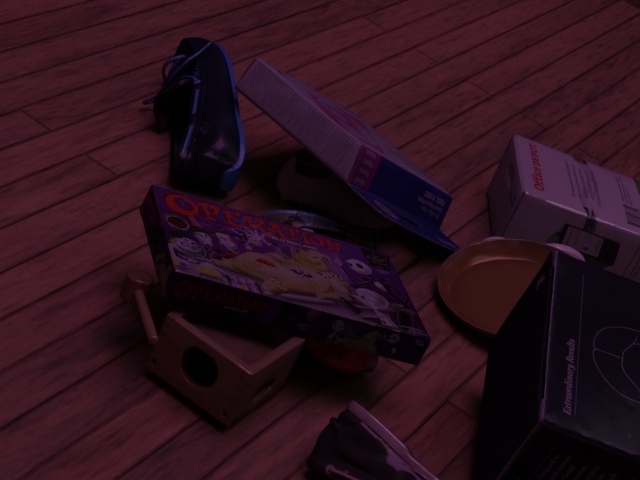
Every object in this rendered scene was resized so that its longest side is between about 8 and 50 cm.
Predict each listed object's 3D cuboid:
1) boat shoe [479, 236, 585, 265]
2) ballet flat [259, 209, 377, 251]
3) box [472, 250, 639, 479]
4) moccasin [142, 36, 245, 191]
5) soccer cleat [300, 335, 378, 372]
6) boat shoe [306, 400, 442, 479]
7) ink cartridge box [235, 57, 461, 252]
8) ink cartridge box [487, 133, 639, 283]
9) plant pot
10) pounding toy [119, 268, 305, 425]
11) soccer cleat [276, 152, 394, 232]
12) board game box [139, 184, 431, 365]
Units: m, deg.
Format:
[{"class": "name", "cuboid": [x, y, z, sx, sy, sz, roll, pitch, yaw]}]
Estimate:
[{"class": "boat shoe", "cuboid": [0.329, 0.039, 2.320, 0.184, 0.066, 0.063, 14, 44, -23]}, {"class": "ballet flat", "cuboid": [0.000, 0.000, 2.134, 0.188, 0.070, 0.070, 7, 33, -23]}, {"class": "box", "cuboid": [0.410, 0.240, 1.837, 0.395, 0.212, 0.293, 22, 43, -6]}, {"class": "moccasin", "cuboid": [-0.193, -0.210, 2.254, 0.117, 0.137, 0.342, 8, 32, -20]}, {"class": "soccer cleat", "cuboid": [-0.022, 0.092, 1.965, 0.248, 0.083, 0.095, 39, 0, 34]}, {"class": "boat shoe", "cuboid": [0.128, 0.320, 1.694, 0.335, 0.095, 0.112, 40, -4, 19]}, {"class": "ink cartridge box", "cuboid": [0.069, -0.123, 2.261, 0.330, 0.071, 0.324, 41, 9, 29]}, {"class": "ink cartridge box", "cuboid": [0.426, -0.036, 2.451, 0.289, 0.121, 0.211, 20, 29, -9]}, {"class": "plant pot", "cuboid": [0.287, 0.078, 2.188, 0.236, 0.032, 0.236, 2, 37, -1]}, {"class": "pounding toy", "cuboid": [-0.158, 0.123, 1.772, 0.206, 0.094, 0.181, 34, 30, 16]}, {"class": "soccer cleat", "cuboid": [0.030, -0.070, 2.251, 0.196, 0.076, 0.068, 18, 30, -12]}, {"class": "board game box", "cuboid": [-0.045, 0.043, 1.865, 0.347, 0.056, 0.208, 16, 22, -24]}]
